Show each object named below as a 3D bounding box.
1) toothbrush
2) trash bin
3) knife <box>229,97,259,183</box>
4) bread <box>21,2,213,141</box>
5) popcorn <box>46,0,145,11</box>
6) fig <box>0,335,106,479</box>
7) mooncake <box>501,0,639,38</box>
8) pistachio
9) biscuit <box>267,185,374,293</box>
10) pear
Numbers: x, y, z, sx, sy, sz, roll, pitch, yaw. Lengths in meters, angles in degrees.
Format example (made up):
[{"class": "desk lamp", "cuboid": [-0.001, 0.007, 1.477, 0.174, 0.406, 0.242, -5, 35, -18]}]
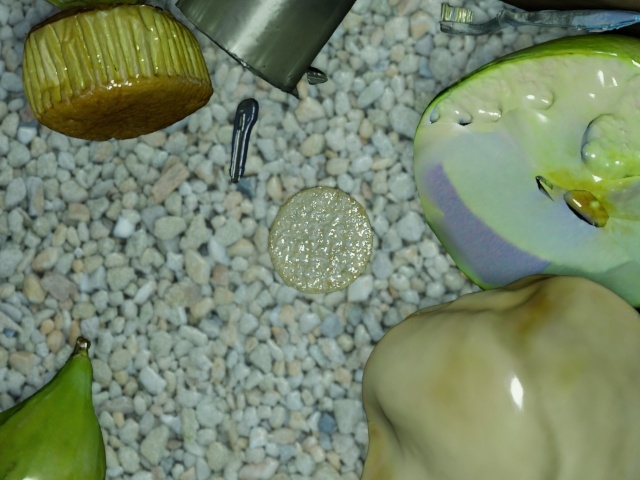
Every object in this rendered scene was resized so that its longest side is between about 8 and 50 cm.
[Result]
[{"class": "toothbrush", "cuboid": [0.252, -0.263, 1.597, 0.413, 0.035, 0.042, 19, 108, 62]}, {"class": "trash bin", "cuboid": [-0.035, -0.369, 1.749, 0.252, 0.203, 0.301, 32, 100, -19]}, {"class": "knife", "cuboid": [-0.108, -0.138, 1.858, 0.031, 0.018, 0.121, 8, 92, 20]}, {"class": "bread", "cuboid": [-0.273, -0.219, 1.794, 0.227, 0.253, 0.142, -19, 79, 13]}, {"class": "popcorn", "cuboid": [-0.320, -0.434, 1.819, 0.247, 0.282, 0.282, -38, 74, -24]}, {"class": "fig", "cuboid": [-0.400, 0.297, 1.822, 0.233, 0.233, 0.314, 19, 99, 18]}, {"class": "mooncake", "cuboid": [0.320, -0.355, 1.567, 0.324, 0.324, 0.187, 17, 92, 18]}, {"class": "pistachio", "cuboid": [0.219, 0.228, 1.586, 0.365, 0.281, 0.445, 33, 114, 9]}, {"class": "biscuit", "cuboid": [0.000, 0.000, 1.814, 0.152, 0.020, 0.152, -1, 86, 17]}, {"class": "pear", "cuboid": [0.322, -0.097, 1.593, 0.398, 0.165, 0.399, 16, 133, 18]}]
